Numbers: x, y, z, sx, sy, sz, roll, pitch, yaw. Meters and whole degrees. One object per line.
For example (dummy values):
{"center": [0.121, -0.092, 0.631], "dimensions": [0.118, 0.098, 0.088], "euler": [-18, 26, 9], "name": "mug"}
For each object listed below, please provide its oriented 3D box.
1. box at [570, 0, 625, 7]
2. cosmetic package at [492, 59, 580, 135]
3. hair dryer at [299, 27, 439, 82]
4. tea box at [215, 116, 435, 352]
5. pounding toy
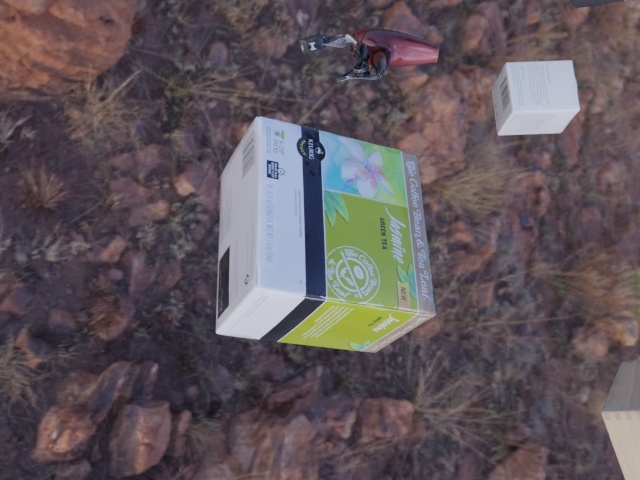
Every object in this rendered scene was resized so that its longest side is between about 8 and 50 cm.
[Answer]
{"center": [0.707, -0.803, 1.714], "dimensions": [0.296, 0.183, 0.294], "euler": [42, 80, -27], "name": "box"}
{"center": [0.582, -0.386, 1.858], "dimensions": [0.184, 0.151, 0.151], "euler": [-1, 74, -2], "name": "cosmetic package"}
{"center": [0.122, -0.372, 1.420], "dimensions": [0.294, 0.223, 0.080], "euler": [-18, 136, -25], "name": "hair dryer"}
{"center": [0.000, 0.000, 1.217], "dimensions": [0.324, 0.220, 0.328], "euler": [10, 60, -24], "name": "tea box"}
{"center": [0.408, 0.218, 0.784], "dimensions": [0.130, 0.100, 0.141], "euler": [-36, 107, -48], "name": "pounding toy"}
